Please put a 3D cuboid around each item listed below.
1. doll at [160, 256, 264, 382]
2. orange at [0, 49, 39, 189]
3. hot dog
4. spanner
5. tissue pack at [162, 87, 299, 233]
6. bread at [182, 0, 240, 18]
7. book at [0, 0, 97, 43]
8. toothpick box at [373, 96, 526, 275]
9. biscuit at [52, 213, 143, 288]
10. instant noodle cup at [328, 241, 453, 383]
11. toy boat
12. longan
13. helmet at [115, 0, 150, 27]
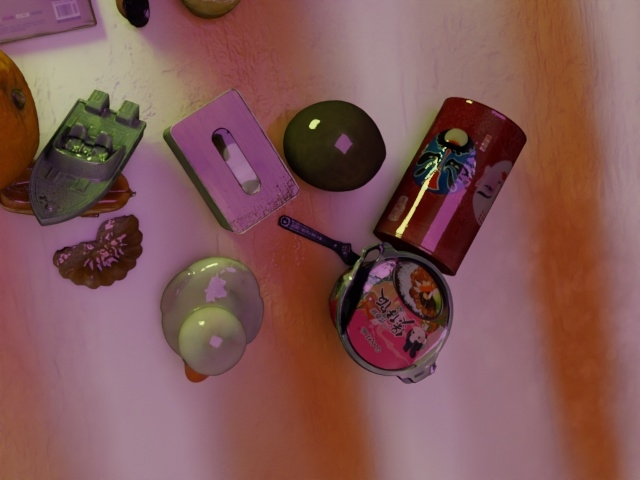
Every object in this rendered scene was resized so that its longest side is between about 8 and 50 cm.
[{"bbox_3d":[-0.209,0.156,1.579,0.221,0.221,0.251,25,85,-19],"label":"doll"},{"bbox_3d":[-0.634,-0.204,1.358,0.312,0.312,0.312,-1,94,-19],"label":"orange"},{"bbox_3d":[-0.489,-0.098,1.539,0.269,0.072,0.109,4,94,-17],"label":"hot dog"},{"bbox_3d":[0.000,0.000,1.742,0.208,0.012,0.046,26,86,-18],"label":"spanner"},{"bbox_3d":[-0.183,-0.156,1.605,0.159,0.136,0.246,-36,105,-14],"label":"tissue pack"},{"bbox_3d":[-0.218,-0.506,1.598,0.156,0.086,0.125,-11,107,-14],"label":"bread"},{"bbox_3d":[-0.569,-0.537,1.508,0.217,0.021,0.310,-16,99,-17],"label":"book"},{"bbox_3d":[0.278,-0.115,1.730,0.204,0.204,0.333,30,84,-18],"label":"toothpick box"},{"bbox_3d":[-0.421,0.030,1.577,0.183,0.061,0.118,-35,105,-14],"label":"biscuit"},{"bbox_3d":[0.127,0.144,1.706,0.258,0.181,0.302,-13,98,-18],"label":"instant noodle cup"},{"bbox_3d":[-0.435,-0.145,1.467,0.141,0.092,0.319,19,51,-1],"label":"toy boat"},{"bbox_3d":[0.031,-0.191,1.651,0.212,0.198,0.198,35,83,-19],"label":"longan"},{"bbox_3d":[-0.371,-0.459,1.565,0.065,0.049,0.084,-39,137,-44],"label":"helmet"}]
